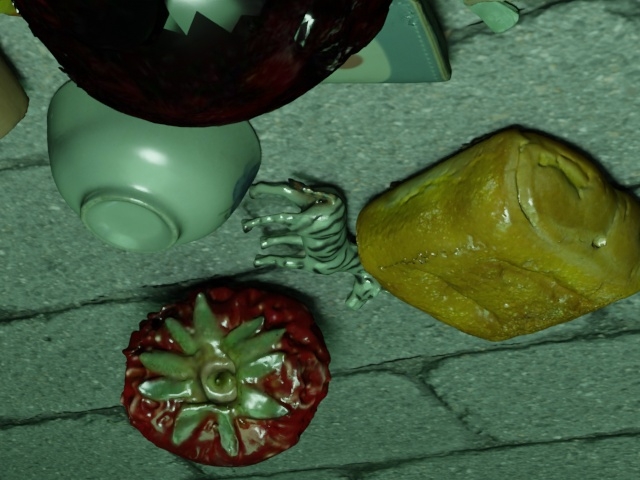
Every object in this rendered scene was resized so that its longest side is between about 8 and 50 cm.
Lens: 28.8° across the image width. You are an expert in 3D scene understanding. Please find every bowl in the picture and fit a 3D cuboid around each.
[{"bbox_3d":[-0.229,-0.077,1.619,0.289,0.146,0.289,7,147,5],"label":"bowl"}]

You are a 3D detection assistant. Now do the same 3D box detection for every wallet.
[{"bbox_3d":[-0.050,-0.235,1.359,0.360,0.083,0.252,0,164,15],"label":"wallet"}]

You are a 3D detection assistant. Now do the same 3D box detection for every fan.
[{"bbox_3d":[0.136,-0.280,1.325,0.193,0.016,0.038,29,140,-28],"label":"fan"}]

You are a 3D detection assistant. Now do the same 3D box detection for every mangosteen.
[{"bbox_3d":[-0.129,-0.287,1.058,0.421,0.381,0.381,16,147,4],"label":"mangosteen"}]

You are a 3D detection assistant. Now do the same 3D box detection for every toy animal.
[{"bbox_3d":[-0.015,0.005,1.743,0.170,0.089,0.255,-11,144,23],"label":"toy animal"}]

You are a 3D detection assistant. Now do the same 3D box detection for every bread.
[{"bbox_3d":[0.249,0.023,1.630,0.328,0.148,0.337,34,141,-31],"label":"bread"}]

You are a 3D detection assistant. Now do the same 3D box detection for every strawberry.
[{"bbox_3d":[-0.136,0.224,1.956,0.317,0.295,0.345,-29,162,-3],"label":"strawberry"}]

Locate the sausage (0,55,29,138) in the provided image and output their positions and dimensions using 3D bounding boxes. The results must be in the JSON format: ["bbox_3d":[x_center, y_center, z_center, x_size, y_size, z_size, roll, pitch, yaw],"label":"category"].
[{"bbox_3d":[-0.458,-0.224,1.484,0.123,0.123,0.253,-3,144,20],"label":"sausage"}]

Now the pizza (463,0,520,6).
[{"bbox_3d":[0.131,-0.326,1.211,0.204,0.080,0.188,0,124,33],"label":"pizza"}]
